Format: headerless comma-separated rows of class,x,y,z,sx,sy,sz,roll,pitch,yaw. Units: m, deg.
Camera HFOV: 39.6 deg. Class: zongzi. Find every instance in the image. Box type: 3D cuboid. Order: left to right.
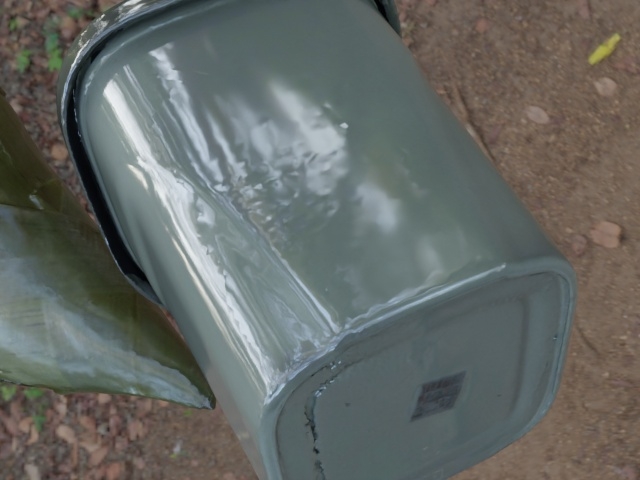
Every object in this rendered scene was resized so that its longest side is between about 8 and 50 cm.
zongzi,-0.275,-0.021,0.816,0.393,0.174,0.356,1,112,38

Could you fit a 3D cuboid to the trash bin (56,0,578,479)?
trash bin,0.000,0.000,0.499,0.220,0.219,0.250,-23,49,-12
